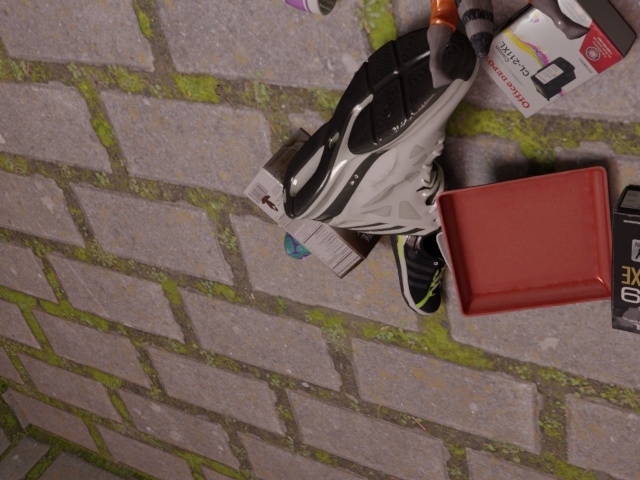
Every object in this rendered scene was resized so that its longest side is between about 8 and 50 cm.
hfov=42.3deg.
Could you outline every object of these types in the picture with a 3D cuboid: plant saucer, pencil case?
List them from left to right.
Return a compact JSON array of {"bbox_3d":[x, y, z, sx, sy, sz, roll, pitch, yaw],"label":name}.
[{"bbox_3d":[0.000,0.000,1.661,0.152,0.064,0.070,-8,106,43],"label":"pencil case"},{"bbox_3d":[0.336,-0.001,1.343,0.258,0.048,0.259,-9,123,14],"label":"plant saucer"}]

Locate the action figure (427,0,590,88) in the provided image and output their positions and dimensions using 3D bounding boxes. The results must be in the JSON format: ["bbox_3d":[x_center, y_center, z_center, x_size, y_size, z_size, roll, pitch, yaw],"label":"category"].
[{"bbox_3d":[0.218,-0.391,0.999,0.341,0.178,0.330,-16,90,41],"label":"action figure"}]

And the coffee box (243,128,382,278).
[{"bbox_3d":[0.001,-0.068,1.536,0.246,0.141,0.098,41,141,-4],"label":"coffee box"}]

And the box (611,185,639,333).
[{"bbox_3d":[0.597,0.054,1.229,0.307,0.076,0.242,11,133,29],"label":"box"}]

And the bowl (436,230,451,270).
[{"bbox_3d":[0.290,0.020,1.460,0.142,0.053,0.142,-8,122,41],"label":"bowl"}]

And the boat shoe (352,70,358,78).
[{"bbox_3d":[0.102,-0.234,1.372,0.125,0.046,0.038,33,138,-6],"label":"boat shoe"}]

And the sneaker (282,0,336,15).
[{"bbox_3d":[-0.055,-0.476,1.220,0.161,0.102,0.282,26,140,20],"label":"sneaker"}]

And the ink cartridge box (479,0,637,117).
[{"bbox_3d":[0.319,-0.268,1.142,0.127,0.072,0.175,46,140,-9],"label":"ink cartridge box"}]

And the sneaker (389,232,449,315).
[{"bbox_3d":[0.199,0.049,1.535,0.097,0.084,0.235,3,129,35],"label":"sneaker"}]

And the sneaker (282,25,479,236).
[{"bbox_3d":[0.152,-0.152,1.326,0.257,0.169,0.447,15,144,-29],"label":"sneaker"}]
